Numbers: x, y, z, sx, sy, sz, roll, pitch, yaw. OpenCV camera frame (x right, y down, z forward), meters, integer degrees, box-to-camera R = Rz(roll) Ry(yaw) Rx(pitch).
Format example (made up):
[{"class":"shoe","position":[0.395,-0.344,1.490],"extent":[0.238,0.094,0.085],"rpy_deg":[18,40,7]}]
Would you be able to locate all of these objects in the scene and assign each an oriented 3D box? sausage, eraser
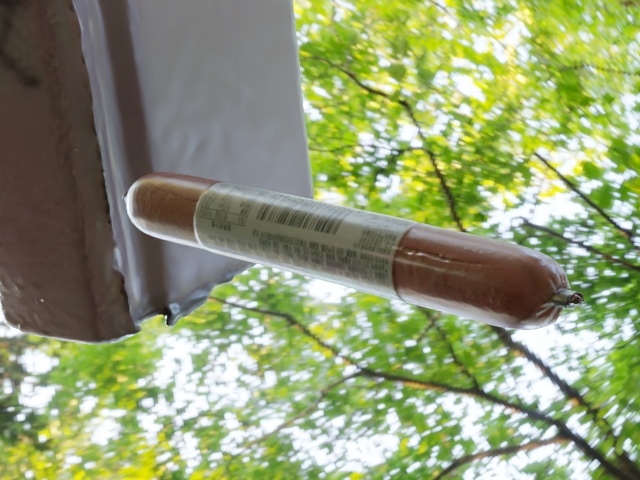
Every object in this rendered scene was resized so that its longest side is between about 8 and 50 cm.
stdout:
[{"class":"sausage","position":[0.000,0.000,0.485],"extent":[0.223,0.029,0.029],"rpy_deg":[13,-86,40]},{"class":"eraser","position":[-0.127,-0.142,0.888],"extent":[0.122,0.272,0.359],"rpy_deg":[5,-69,28]}]
